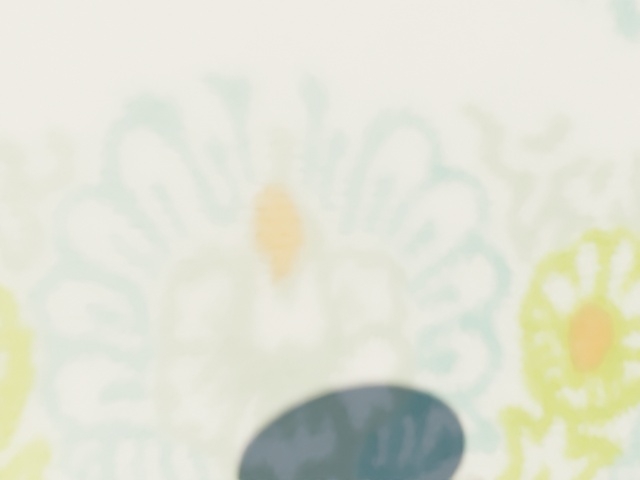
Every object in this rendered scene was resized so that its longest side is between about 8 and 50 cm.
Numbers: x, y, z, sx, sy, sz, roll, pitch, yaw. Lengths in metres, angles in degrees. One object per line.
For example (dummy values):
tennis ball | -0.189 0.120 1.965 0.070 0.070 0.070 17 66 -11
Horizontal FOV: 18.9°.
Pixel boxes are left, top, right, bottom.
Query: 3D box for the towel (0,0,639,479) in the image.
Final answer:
towel | 0.000 0.000 0.432 0.321 0.090 0.374 -4 92 -28
